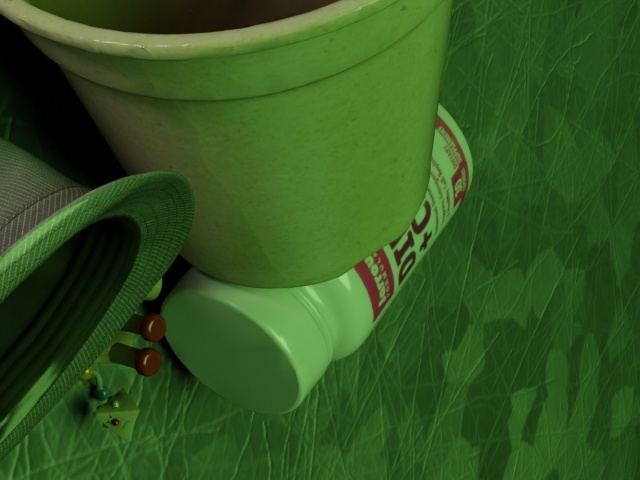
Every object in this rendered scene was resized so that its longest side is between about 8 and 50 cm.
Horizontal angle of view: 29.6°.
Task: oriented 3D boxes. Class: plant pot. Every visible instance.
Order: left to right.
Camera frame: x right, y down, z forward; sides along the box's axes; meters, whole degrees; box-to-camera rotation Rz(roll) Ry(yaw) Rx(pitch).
[{"bbox_3d":[-0.039,-0.140,0.828,0.334,0.334,0.305,-59,156,-30],"label":"plant pot"}]

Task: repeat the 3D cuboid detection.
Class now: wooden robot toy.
[{"bbox_3d":[-0.165,0.061,0.889,0.079,0.076,0.173,8,88,-42],"label":"wooden robot toy"}]

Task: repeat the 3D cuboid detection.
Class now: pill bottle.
[{"bbox_3d":[0.000,0.000,1.019,0.283,0.160,0.160,-52,133,-35],"label":"pill bottle"}]

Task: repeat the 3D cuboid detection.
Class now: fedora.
[{"bbox_3d":[-0.212,0.034,0.722,0.275,0.124,0.244,-51,169,-4],"label":"fedora"}]
